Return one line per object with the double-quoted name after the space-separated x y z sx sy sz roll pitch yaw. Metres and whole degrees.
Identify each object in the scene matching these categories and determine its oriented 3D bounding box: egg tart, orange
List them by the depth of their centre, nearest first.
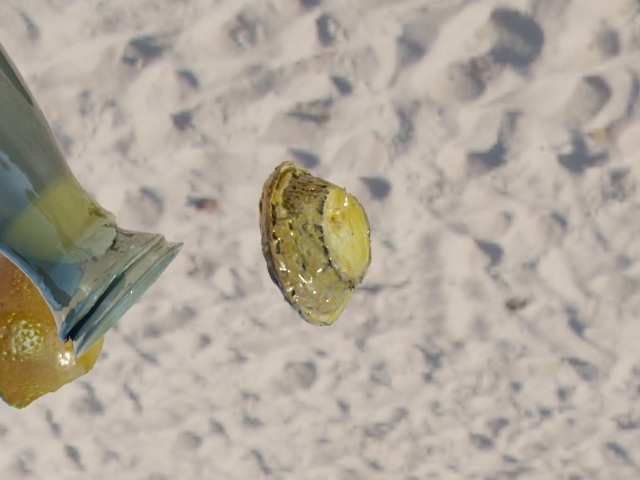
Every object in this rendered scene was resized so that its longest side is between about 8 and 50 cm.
0.000 0.000 1.388 0.074 0.191 0.191 -12 147 27 "egg tart"
-0.341 0.086 1.523 0.179 0.237 0.158 7 106 1 "orange"

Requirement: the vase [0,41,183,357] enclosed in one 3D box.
-0.257 -0.063 0.957 0.321 0.173 0.173 43 145 2 "vase"
